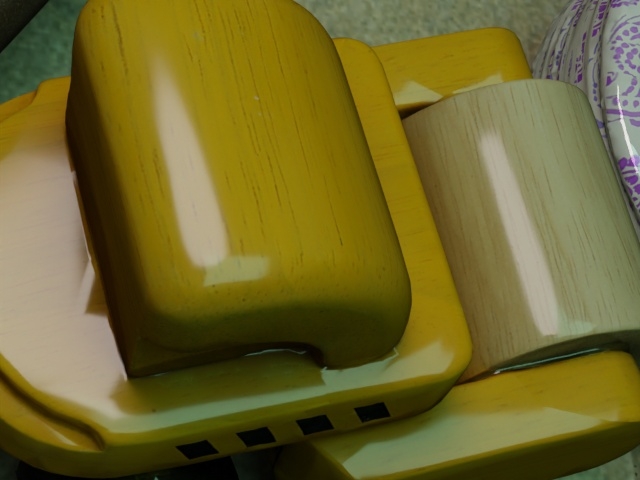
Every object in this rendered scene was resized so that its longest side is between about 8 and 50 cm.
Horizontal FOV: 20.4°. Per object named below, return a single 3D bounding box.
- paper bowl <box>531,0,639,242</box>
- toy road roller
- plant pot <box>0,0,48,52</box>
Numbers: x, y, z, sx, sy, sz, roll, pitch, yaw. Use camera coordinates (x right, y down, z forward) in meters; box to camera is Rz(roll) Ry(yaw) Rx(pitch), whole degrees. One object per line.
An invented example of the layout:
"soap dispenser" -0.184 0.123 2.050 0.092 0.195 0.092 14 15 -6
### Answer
"paper bowl" 0.239 -0.034 0.974 0.284 0.148 0.284 10 66 -24
"toy road roller" 0.000 0.000 0.747 0.330 0.240 0.202 -11 69 -16
"plant pot" -0.208 -0.136 0.770 0.215 0.215 0.230 30 73 -14
